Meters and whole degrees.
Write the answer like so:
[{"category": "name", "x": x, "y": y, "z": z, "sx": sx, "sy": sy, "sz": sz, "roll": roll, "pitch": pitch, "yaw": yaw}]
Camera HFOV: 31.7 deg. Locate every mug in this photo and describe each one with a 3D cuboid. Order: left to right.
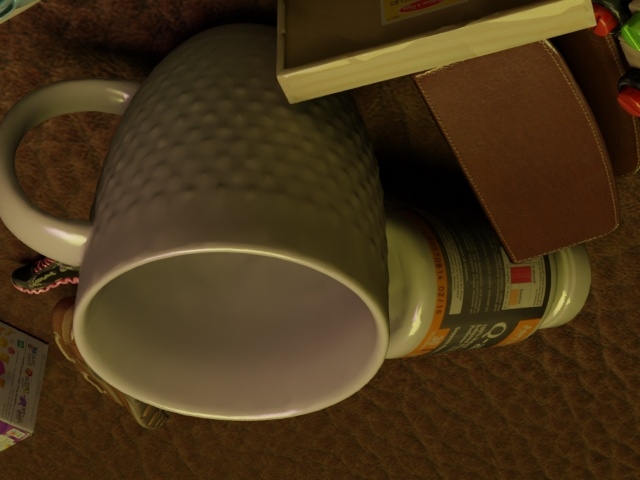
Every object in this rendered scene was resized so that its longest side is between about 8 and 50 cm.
[{"category": "mug", "x": -0.121, "y": -0.047, "z": 1.064, "sx": 0.374, "sy": 0.328, "sz": 0.276, "roll": 11, "pitch": 140, "yaw": -13}]

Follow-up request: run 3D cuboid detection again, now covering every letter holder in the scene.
[{"category": "letter holder", "x": 0.232, "y": -0.144, "z": 1.087, "sx": 0.214, "sy": 0.152, "sz": 0.302, "roll": -17, "pitch": 139, "yaw": 18}]

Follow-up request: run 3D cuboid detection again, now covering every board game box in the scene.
[{"category": "board game box", "x": -0.522, "y": 0.167, "z": 1.486, "sx": 0.142, "sy": 0.144, "sz": 0.275, "roll": -29, "pitch": 133, "yaw": 33}]

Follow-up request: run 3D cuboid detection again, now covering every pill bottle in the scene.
[{"category": "pill bottle", "x": 0.162, "y": 0.042, "z": 1.260, "sx": 0.278, "sy": 0.162, "sz": 0.162, "roll": -2, "pitch": 148, "yaw": -36}]

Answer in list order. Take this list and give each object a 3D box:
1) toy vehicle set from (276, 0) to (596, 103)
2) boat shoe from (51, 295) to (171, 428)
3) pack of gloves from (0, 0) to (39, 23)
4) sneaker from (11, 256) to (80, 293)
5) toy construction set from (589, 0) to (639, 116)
[{"category": "toy vehicle set", "x": 0.091, "y": -0.219, "z": 0.976, "sx": 0.266, "sy": 0.166, "sz": 0.035, "roll": -12, "pitch": 140, "yaw": 16}, {"category": "boat shoe", "x": -0.264, "y": 0.155, "z": 1.514, "sx": 0.116, "sy": 0.123, "sz": 0.324, "roll": 26, "pitch": 158, "yaw": 21}, {"category": "pack of gloves", "x": -0.197, "y": -0.213, "z": 0.930, "sx": 0.232, "sy": 0.195, "sz": 0.046, "roll": -33, "pitch": 102, "yaw": -12}, {"category": "sneaker", "x": -0.328, "y": 0.030, "z": 1.396, "sx": 0.119, "sy": 0.047, "sz": 0.057, "roll": -10, "pitch": 135, "yaw": 0}, {"category": "toy construction set", "x": 0.345, "y": -0.155, "z": 0.940, "sx": 0.151, "sy": 0.215, "sz": 0.328, "roll": -34, "pitch": 128, "yaw": -19}]
